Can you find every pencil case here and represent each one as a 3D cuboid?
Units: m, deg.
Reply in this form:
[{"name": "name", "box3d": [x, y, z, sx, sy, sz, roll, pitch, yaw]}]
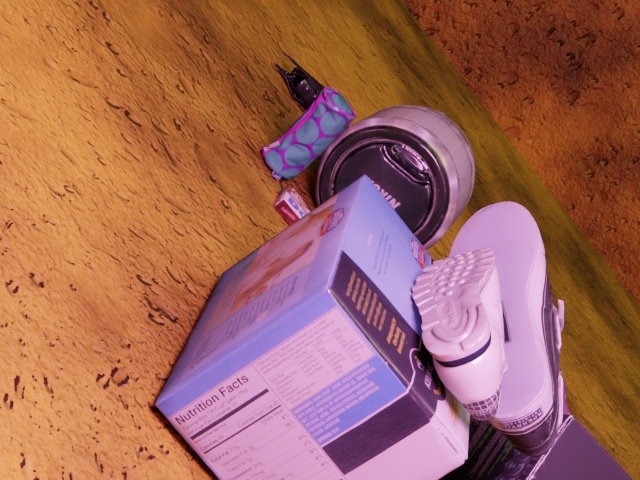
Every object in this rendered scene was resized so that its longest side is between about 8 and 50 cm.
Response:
[{"name": "pencil case", "box3d": [-0.020, -0.156, 2.021, 0.070, 0.152, 0.064, 28, 30, -36]}]

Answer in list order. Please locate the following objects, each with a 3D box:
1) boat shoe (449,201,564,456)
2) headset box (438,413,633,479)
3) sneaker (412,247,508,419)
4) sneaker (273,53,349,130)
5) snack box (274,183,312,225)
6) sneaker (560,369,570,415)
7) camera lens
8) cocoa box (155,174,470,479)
[{"name": "boat shoe", "box3d": [0.215, 0.093, 1.503, 0.306, 0.113, 0.105, -97, 161, -44]}, {"name": "headset box", "box3d": [0.265, 0.319, 1.682, 0.246, 0.131, 0.283, 46, -20, -21]}, {"name": "sneaker", "box3d": [0.150, 0.088, 1.408, 0.094, 0.090, 0.235, 62, 20, -21]}, {"name": "sneaker", "box3d": [-0.016, -0.242, 2.346, 0.089, 0.051, 0.170, 32, 24, -48]}, {"name": "snack box", "box3d": [0.000, 0.000, 1.997, 0.178, 0.022, 0.064, 50, 20, -13]}, {"name": "sneaker", "box3d": [0.374, 0.313, 2.210, 0.161, 0.102, 0.282, 42, 31, -3]}, {"name": "camera lens", "box3d": [0.123, -0.096, 2.152, 0.219, 0.219, 0.274, 54, 18, -1]}, {"name": "cocoa box", "box3d": [0.010, 0.123, 1.475, 0.228, 0.231, 0.347, 51, 19, -12]}]
